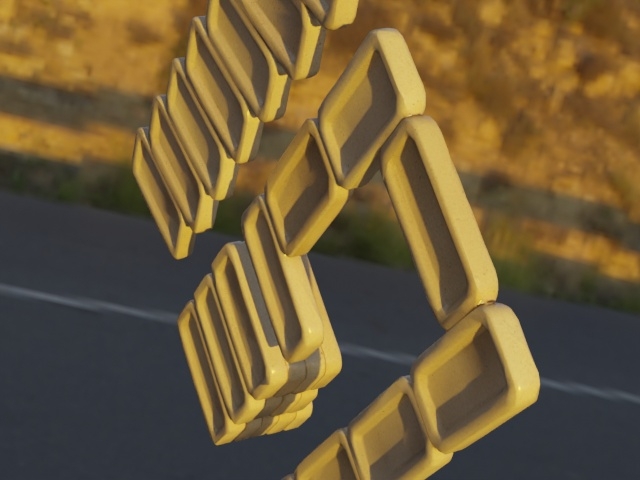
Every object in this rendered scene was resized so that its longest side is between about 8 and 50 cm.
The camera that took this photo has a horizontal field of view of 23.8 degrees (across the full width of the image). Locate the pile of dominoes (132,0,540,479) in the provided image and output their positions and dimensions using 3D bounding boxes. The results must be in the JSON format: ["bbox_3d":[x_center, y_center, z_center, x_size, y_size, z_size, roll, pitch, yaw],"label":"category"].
[{"bbox_3d":[0.000,0.000,0.539,0.040,0.196,0.251,-11,-19,-24],"label":"pile of dominoes"}]
